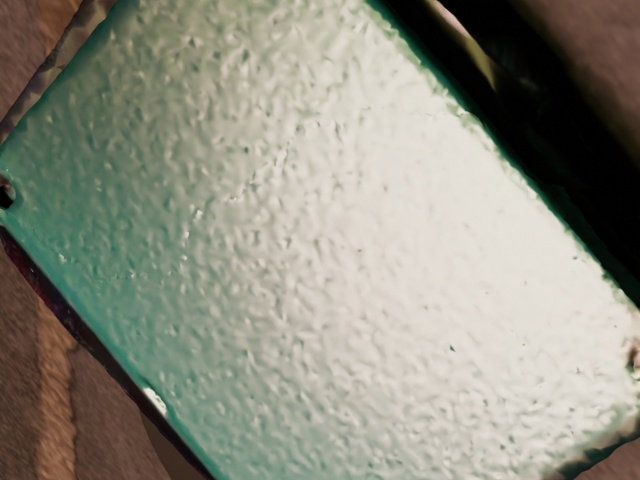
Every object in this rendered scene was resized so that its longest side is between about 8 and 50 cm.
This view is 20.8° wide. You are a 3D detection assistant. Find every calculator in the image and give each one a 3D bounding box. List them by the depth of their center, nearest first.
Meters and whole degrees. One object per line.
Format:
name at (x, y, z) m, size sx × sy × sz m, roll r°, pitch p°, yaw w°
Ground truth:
calculator at (0.000, 0.000, 0.696) m, size 0.274 × 0.058 × 0.248 m, roll 48°, pitch 130°, yaw 5°

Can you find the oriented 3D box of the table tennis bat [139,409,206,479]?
table tennis bat at (-0.061, 0.106, 0.982) m, size 0.154 × 0.021 × 0.274 m, roll 2°, pitch 125°, yaw 52°
